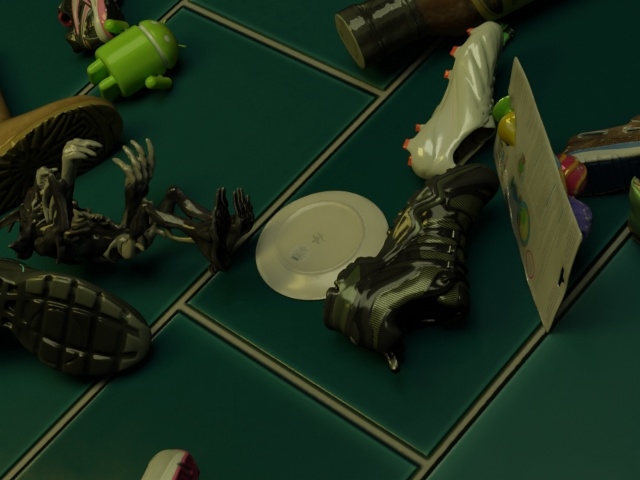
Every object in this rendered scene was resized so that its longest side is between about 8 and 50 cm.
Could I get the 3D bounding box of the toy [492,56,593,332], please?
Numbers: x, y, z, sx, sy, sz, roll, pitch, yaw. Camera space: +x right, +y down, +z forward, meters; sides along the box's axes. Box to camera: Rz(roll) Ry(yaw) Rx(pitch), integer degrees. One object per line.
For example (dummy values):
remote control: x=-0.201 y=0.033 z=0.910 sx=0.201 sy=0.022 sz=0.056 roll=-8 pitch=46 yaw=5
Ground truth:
toy: x=0.220 y=-0.048 z=1.332 sx=0.056 sy=0.137 sz=0.237 roll=-5 pitch=49 yaw=-11

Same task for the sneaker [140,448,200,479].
sneaker: x=-0.189 y=0.283 z=1.202 sx=0.111 sy=0.103 sz=0.252 roll=15 pitch=57 yaw=25

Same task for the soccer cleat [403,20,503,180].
soccer cleat: x=0.158 y=-0.142 z=1.465 sx=0.076 sy=0.068 sz=0.196 roll=19 pitch=68 yaw=26

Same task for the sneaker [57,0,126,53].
sneaker: x=-0.293 y=-0.300 z=1.736 sx=0.077 sy=0.072 sz=0.178 roll=-24 pitch=42 yaw=11

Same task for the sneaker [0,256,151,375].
sneaker: x=-0.291 y=0.058 z=1.418 sx=0.267 sy=0.101 sz=0.106 roll=16 pitch=16 yaw=8

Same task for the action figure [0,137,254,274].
action figure: x=-0.212 y=-0.039 z=1.438 sx=0.276 sy=0.140 sz=0.164 roll=5 pitch=10 yaw=16

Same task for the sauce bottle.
sauce bottle: x=0.182 y=-0.295 z=1.553 sx=0.344 sy=0.111 sz=0.111 roll=-30 pitch=49 yaw=-5

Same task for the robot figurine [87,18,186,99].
robot figurine: x=-0.216 y=-0.213 z=1.637 sx=0.115 sy=0.067 sz=0.101 roll=-34 pitch=78 yaw=-12

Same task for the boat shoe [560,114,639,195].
boat shoe: x=0.325 y=-0.093 z=1.369 sx=0.183 sy=0.066 sz=0.066 roll=-3 pitch=50 yaw=15

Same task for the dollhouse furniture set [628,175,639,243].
dollhouse furniture set: x=0.320 y=0.016 z=1.275 sx=0.058 sy=0.076 sz=0.152 roll=-38 pitch=52 yaw=-15

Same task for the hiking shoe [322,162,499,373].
hiking shoe: x=0.111 y=0.027 z=1.343 sx=0.114 sy=0.086 sz=0.227 roll=38 pitch=75 yaw=23

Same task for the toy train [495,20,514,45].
toy train: x=0.184 y=-0.210 z=1.542 sx=0.024 sy=0.017 sz=0.083 roll=32 pitch=66 yaw=24

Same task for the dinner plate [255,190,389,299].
dinner plate: x=0.000 y=0.000 z=1.431 sx=0.141 sy=0.017 sz=0.141 roll=-10 pitch=50 yaw=12

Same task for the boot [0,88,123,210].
boot: x=-0.378 y=-0.163 z=1.637 sx=0.236 sy=0.089 sz=0.269 roll=-28 pitch=48 yaw=-6
